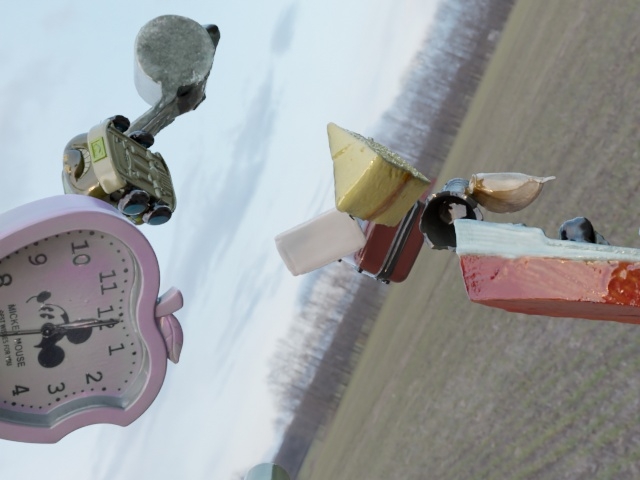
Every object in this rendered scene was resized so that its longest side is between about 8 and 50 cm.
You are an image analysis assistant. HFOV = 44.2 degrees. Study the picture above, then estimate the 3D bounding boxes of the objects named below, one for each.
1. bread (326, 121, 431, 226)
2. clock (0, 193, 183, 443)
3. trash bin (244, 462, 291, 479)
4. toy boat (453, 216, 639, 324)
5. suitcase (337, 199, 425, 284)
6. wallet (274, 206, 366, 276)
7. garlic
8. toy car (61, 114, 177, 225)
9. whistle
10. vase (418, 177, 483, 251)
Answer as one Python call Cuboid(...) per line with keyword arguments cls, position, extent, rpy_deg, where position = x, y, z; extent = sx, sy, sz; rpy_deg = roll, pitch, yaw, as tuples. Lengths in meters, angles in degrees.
Cuboid(cls="bread", position=(0.106, -0.120, 1.467), extent=(0.266, 0.142, 0.178), rpy_deg=(7, -92, -60))
Cuboid(cls="clock", position=(-0.351, 0.107, 1.063), extent=(0.102, 0.339, 0.338), rpy_deg=(35, 104, 57))
Cuboid(cls="trash bin", position=(-0.114, 0.588, 1.512), extent=(0.247, 0.121, 0.243), rpy_deg=(-87, 0, -74))
Cuboid(cls="toy boat", position=(0.307, 0.013, 0.830), extent=(0.145, 0.332, 0.133), rpy_deg=(49, -134, -74))
Cuboid(cls="suitcase", position=(0.148, -0.025, 2.037), extent=(0.236, 0.161, 0.297), rpy_deg=(-67, 16, 0))
Cuboid(cls="wallet", position=(0.000, 0.000, 1.685), extent=(0.032, 0.183, 0.124), rpy_deg=(-108, -8, -57))
Cuboid(cls="garlic", position=(0.318, -0.080, 1.338), extent=(0.084, 0.152, 0.066), rpy_deg=(27, -111, -74))
Cuboid(cls="toy car", position=(-0.422, -0.111, 1.561), extent=(0.248, 0.198, 0.204), rpy_deg=(37, -147, -65))
Cuboid(cls="whistle", position=(-0.368, -0.352, 1.875), extent=(0.168, 0.188, 0.404), rpy_deg=(139, 145, -72))
Cuboid(cls="vase", position=(0.247, -0.057, 1.442), extent=(0.237, 0.116, 0.115), rpy_deg=(-42, -25, -71))
